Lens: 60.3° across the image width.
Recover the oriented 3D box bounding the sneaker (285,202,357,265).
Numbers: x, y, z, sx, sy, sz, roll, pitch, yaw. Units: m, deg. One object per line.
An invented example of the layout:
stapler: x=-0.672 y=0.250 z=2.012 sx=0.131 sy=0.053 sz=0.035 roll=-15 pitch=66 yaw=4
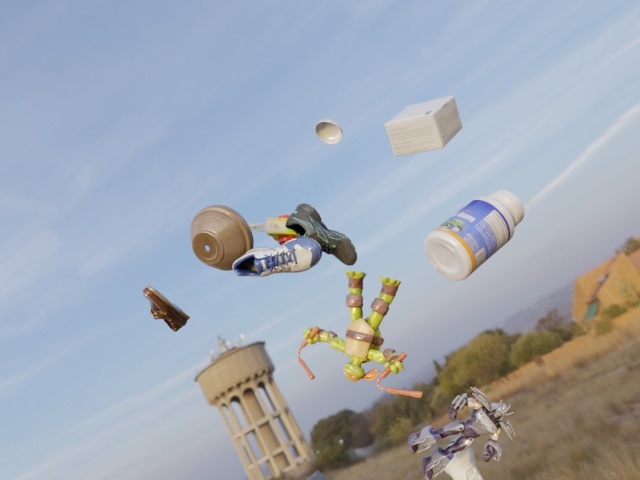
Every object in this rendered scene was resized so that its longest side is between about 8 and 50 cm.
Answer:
sneaker: x=0.000 y=0.000 z=1.791 sx=0.106 sy=0.267 sz=0.101 roll=-45 pitch=-7 yaw=-39

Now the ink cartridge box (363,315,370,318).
ink cartridge box: x=0.139 y=0.256 z=1.548 sx=0.028 sy=0.083 sz=0.048 roll=-4 pitch=2 yaw=-41

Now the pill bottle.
pill bottle: x=0.422 y=-0.024 z=1.487 sx=0.272 sy=0.152 sz=0.152 roll=-36 pitch=-13 yaw=-25

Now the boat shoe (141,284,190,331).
boat shoe: x=-0.468 y=0.209 z=1.643 sx=0.073 sy=0.073 sz=0.207 roll=-47 pitch=-42 yaw=-12

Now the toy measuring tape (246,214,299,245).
toy measuring tape: x=-0.191 y=-0.037 z=2.088 sx=0.330 sy=0.121 sz=0.121 roll=0 pitch=-24 yaw=-10

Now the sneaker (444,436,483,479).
sneaker: x=0.445 y=0.713 z=1.623 sx=0.111 sy=0.297 sz=0.129 roll=-23 pitch=16 yaw=-19

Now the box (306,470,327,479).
box: x=-0.052 y=0.838 z=1.736 sx=0.156 sy=0.093 sz=0.158 roll=-21 pitch=-35 yaw=-49

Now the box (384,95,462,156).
box: x=0.337 y=-0.373 z=1.794 sx=0.182 sy=0.119 sz=0.181 roll=-3 pitch=28 yaw=39

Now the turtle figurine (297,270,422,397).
turtle figurine: x=0.090 y=0.173 z=1.021 sx=0.269 sy=0.217 sz=0.087 roll=10 pitch=-6 yaw=37

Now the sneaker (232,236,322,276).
sneaker: x=-0.137 y=0.069 z=1.714 sx=0.296 sy=0.112 sz=0.131 roll=-14 pitch=8 yaw=29

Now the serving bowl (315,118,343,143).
serving bowl: x=0.027 y=-0.317 z=1.579 sx=0.027 sy=0.083 sz=0.083 roll=-67 pitch=6 yaw=-33

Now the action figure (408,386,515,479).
action figure: x=0.366 y=0.490 z=1.399 sx=0.285 sy=0.185 sz=0.099 roll=-39 pitch=-8 yaw=20

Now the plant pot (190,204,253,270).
plant pot: x=-0.353 y=0.006 z=1.856 sx=0.237 sy=0.237 sz=0.110 roll=-39 pitch=3 yaw=30
